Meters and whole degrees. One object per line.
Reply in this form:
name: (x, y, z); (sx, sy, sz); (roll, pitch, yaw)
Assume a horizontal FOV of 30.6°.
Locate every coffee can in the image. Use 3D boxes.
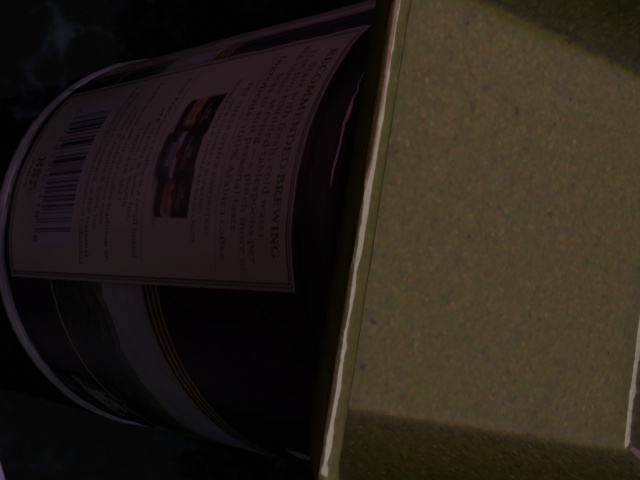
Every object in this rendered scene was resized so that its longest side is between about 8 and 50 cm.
coffee can: (0.000, 0.000, 0.526); (0.201, 0.275, 0.201); (0, 90, -37)

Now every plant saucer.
plant saucer: (0.073, -0.003, 0.380); (0.188, 0.045, 0.188); (15, 80, -36)

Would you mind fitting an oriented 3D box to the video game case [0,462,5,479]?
video game case: (-0.225, 0.152, 0.515); (0.190, 0.022, 0.173); (-20, 101, -36)
